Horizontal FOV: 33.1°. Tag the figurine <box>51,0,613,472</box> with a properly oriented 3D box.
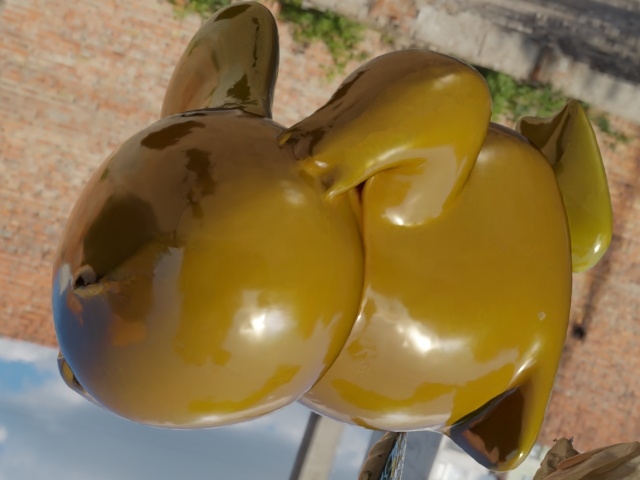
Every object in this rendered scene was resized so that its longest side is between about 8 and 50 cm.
[{"bbox_3d":[0.008,0.006,0.459,0.228,0.215,0.215,25,-177,-23],"label":"figurine"}]

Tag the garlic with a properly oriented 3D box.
[{"bbox_3d":[0.159,0.144,0.583,0.094,0.074,0.113,-16,170,42],"label":"garlic"}]

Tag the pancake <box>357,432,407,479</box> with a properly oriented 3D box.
[{"bbox_3d":[0.023,0.215,0.716,0.021,0.199,0.199,18,-174,12],"label":"pancake"}]
